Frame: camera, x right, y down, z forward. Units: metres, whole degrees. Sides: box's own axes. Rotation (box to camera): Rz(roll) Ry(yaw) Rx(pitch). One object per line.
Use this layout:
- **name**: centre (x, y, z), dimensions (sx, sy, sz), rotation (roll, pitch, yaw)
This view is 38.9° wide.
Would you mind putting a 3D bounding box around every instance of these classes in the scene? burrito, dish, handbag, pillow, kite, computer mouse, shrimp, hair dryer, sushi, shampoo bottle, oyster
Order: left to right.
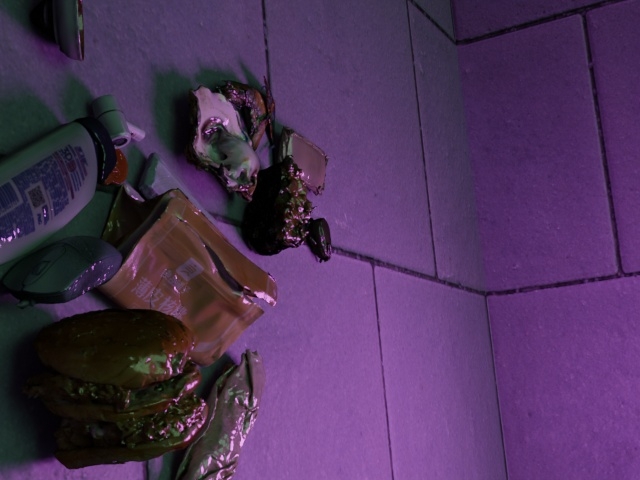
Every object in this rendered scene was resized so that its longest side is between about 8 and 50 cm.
- **shampoo bottle**: centre (-0.419, -0.067, 1.321), dimensions (0.359, 0.078, 0.134), rotation (-52, 130, -57)
- **dish**: centre (-0.421, -0.357, 1.444), dimensions (0.141, 0.078, 0.141), rotation (178, -90, -80)
- **computer mouse**: centre (-0.377, 0.036, 1.334), dimensions (0.229, 0.113, 0.068), rotation (-38, 129, -65)
- **hair dryer**: centre (-0.337, -0.191, 1.559), dimensions (0.082, 0.047, 0.137), rotation (67, 11, 15)
- **oyster**: centre (-0.202, -0.190, 1.793), dimensions (0.214, 0.083, 0.222), rotation (15, 62, -65)
- **burrito**: centre (-0.179, 0.347, 1.639), dimensions (0.117, 0.076, 0.392), rotation (60, 33, -32)
- **shrimp**: centre (-0.167, -0.265, 1.929), dimensions (0.217, 0.051, 0.150), rotation (9, 79, -66)
- **kite**: centre (-0.111, -0.287, 2.044), dimensions (0.160, 0.010, 0.182), rotation (-78, 163, -63)
- **sushi**: centre (-0.081, -0.061, 1.944), dimensions (0.147, 0.115, 0.212), rotation (51, 37, -43)
- **pillow**: centre (-0.040, -0.186, 2.138), dimensions (0.208, 0.053, 0.119), rotation (29, 59, -57)
- **handbag**: centre (0.000, 0.000, 2.155), dimensions (0.072, 0.047, 0.111), rotation (-37, 114, -67)

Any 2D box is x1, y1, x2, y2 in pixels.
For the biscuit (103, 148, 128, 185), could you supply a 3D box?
- **biscuit**: centre (-0.360, -0.128, 1.529), dimensions (0.091, 0.015, 0.078), rotation (41, 46, -51)

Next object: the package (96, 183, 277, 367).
- **package**: centre (-0.221, 0.055, 1.569), dimensions (0.311, 0.165, 0.221), rotation (50, 39, -44)

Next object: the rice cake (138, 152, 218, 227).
- **rice cake**: centre (-0.258, -0.064, 1.678), dimensions (0.221, 0.042, 0.080), rotation (51, 34, -42)

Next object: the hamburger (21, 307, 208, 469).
- **hamburger**: centre (-0.294, 0.214, 1.311), dimensions (0.261, 0.245, 0.211), rotation (-9, 98, -25)
